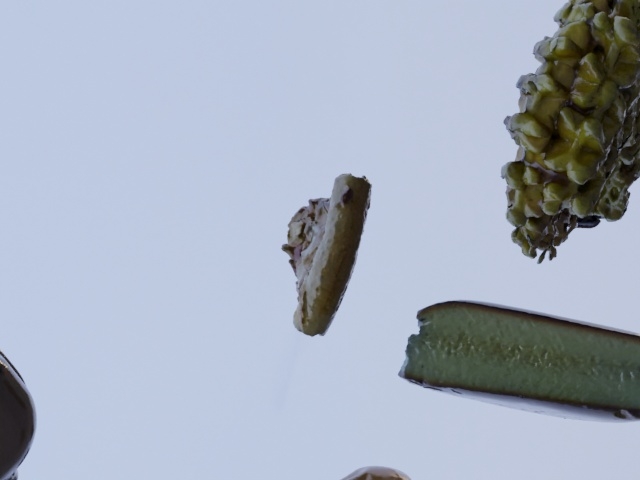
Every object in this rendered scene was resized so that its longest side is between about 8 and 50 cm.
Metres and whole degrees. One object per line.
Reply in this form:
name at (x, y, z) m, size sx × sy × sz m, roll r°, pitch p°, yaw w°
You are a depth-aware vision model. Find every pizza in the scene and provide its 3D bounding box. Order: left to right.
pizza at (0.000, 0.000, 1.442) m, size 0.062 × 0.161 × 0.182 m, roll 15°, pitch -74°, yaw -18°

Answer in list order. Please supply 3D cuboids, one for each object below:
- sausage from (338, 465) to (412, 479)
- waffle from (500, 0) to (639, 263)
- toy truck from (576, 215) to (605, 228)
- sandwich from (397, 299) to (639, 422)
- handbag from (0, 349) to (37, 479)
sausage at (0.062, 0.335, 1.521) m, size 0.136 × 0.120 × 0.241 m, roll -47°, pitch -14°, yaw -6°
waffle at (0.184, -0.082, 0.853) m, size 0.193 × 0.070 × 0.197 m, roll -42°, pitch -36°, yaw -49°
toy truck at (0.249, -0.110, 1.188) m, size 0.083 × 0.192 × 0.092 m, roll 6°, pitch -148°, yaw -16°
sandwich at (0.209, 0.116, 1.201) m, size 0.096 × 0.258 × 0.094 m, roll 39°, pitch -118°, yaw -76°
handbag at (-0.375, 0.191, 1.060) m, size 0.302 × 0.149 × 0.283 m, roll -46°, pitch -51°, yaw -17°
